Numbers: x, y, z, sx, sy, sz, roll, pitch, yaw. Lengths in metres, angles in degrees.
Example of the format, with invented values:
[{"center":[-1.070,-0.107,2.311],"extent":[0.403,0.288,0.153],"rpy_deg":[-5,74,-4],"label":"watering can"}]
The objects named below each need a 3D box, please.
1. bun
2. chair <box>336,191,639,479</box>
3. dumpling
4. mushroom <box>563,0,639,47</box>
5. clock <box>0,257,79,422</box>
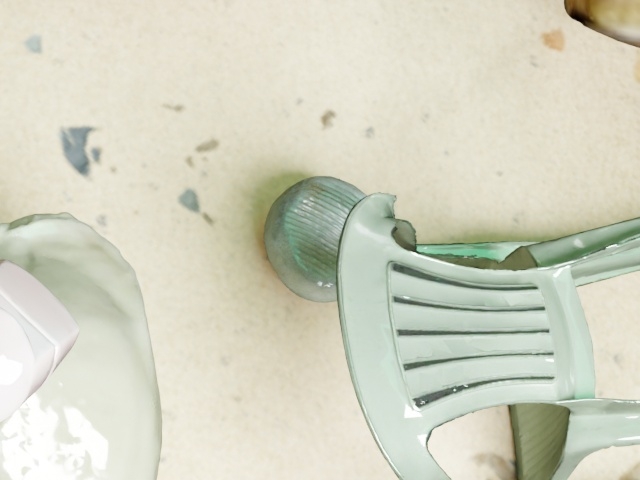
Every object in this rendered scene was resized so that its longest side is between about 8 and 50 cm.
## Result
[{"center":[0.000,0.000,1.198],"extent":[0.083,0.045,0.083],"rpy_deg":[7,68,-18],"label":"bun"},{"center":[0.136,0.065,1.142],"extent":[0.275,0.190,0.203],"rpy_deg":[-8,71,-9],"label":"chair"},{"center":[-0.168,0.103,1.038],"extent":[0.162,0.132,0.250],"rpy_deg":[13,78,-27],"label":"dumpling"},{"center":[0.323,-0.332,1.278],"extent":[0.314,0.224,0.397],"rpy_deg":[-3,114,-18],"label":"mushroom"},{"center":[-0.327,0.067,0.904],"extent":[0.342,0.184,0.326],"rpy_deg":[44,93,2],"label":"clock"}]
